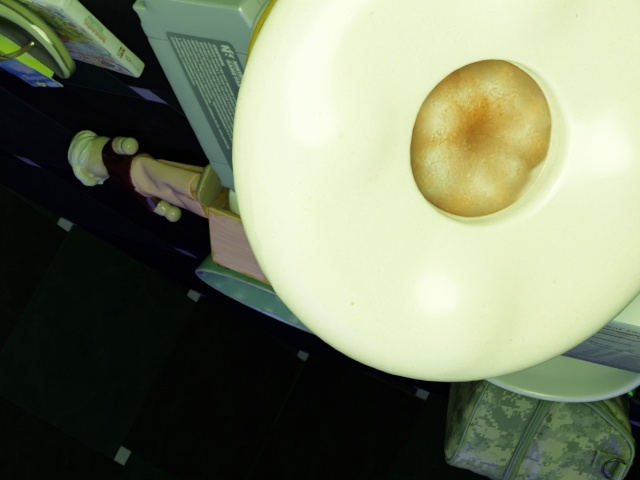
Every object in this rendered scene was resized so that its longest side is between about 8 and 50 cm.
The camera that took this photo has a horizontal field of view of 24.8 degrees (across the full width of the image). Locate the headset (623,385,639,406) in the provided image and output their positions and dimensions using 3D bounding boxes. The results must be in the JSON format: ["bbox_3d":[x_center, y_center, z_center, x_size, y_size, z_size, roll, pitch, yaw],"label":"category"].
[{"bbox_3d":[0.501,0.157,1.920,0.394,0.185,0.243,28,159,32],"label":"headset"}]

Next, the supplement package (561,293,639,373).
[{"bbox_3d":[0.287,0.003,1.296,0.198,0.199,0.263,13,170,-3],"label":"supplement package"}]

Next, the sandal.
[{"bbox_3d":[-0.440,-0.269,1.776,0.302,0.086,0.120,26,170,-11],"label":"sandal"}]

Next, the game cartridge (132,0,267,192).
[{"bbox_3d":[-0.070,-0.147,1.533,0.198,0.062,0.297,12,141,36],"label":"game cartridge"}]

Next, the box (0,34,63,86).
[{"bbox_3d":[-0.447,-0.274,2.040,0.178,0.042,0.109,30,169,-33],"label":"box"}]

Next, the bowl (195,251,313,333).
[{"bbox_3d":[-0.036,0.043,2.419,0.311,0.163,0.311,22,169,4],"label":"bowl"}]

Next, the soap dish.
[{"bbox_3d":[0.000,0.000,2.005,0.290,0.118,0.229,22,-159,4],"label":"soap dish"}]

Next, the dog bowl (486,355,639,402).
[{"bbox_3d":[0.281,0.079,1.758,0.264,0.104,0.265,12,143,9],"label":"dog bowl"}]

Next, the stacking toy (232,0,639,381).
[{"bbox_3d":[0.052,-0.119,1.177,0.350,0.351,0.480,28,-175,-23],"label":"stacking toy"}]

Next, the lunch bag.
[{"bbox_3d":[0.339,0.228,2.178,0.256,0.213,0.305,21,-154,-3],"label":"lunch bag"}]

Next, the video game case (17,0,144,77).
[{"bbox_3d":[-0.361,-0.283,1.846,0.227,0.026,0.206,18,169,26],"label":"video game case"}]

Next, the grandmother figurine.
[{"bbox_3d":[-0.285,-0.108,2.412,0.342,0.104,0.208,20,142,34],"label":"grandmother figurine"}]
